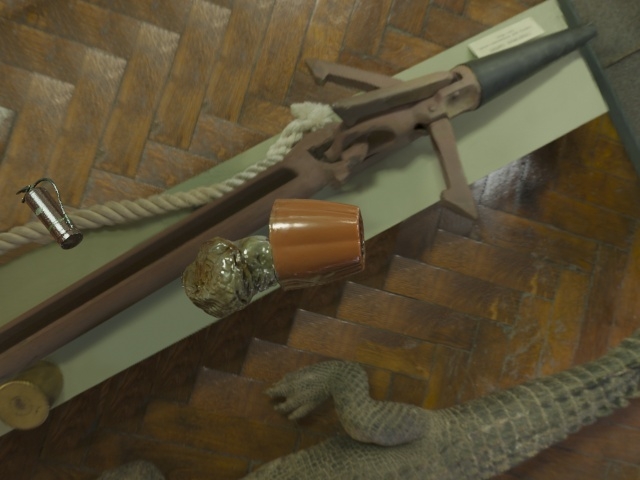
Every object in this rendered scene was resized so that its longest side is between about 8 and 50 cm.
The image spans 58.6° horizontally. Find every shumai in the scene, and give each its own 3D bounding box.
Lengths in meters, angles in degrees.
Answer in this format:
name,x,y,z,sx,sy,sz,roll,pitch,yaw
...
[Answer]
name,x,y,z,sx,sy,sz,roll,pitch,yaw
shumai,-0.187,0.088,1.301,0.185,0.218,0.184,10,54,-34

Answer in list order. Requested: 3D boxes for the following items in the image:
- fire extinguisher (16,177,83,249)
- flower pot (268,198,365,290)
name,x,y,z,sx,sy,sz,roll,pitch,yaw
fire extinguisher,-0.496,-0.059,1.052,0.078,0.045,0.157,-46,75,12
flower pot,0.000,0.000,1.150,0.173,0.190,0.191,-7,89,9
